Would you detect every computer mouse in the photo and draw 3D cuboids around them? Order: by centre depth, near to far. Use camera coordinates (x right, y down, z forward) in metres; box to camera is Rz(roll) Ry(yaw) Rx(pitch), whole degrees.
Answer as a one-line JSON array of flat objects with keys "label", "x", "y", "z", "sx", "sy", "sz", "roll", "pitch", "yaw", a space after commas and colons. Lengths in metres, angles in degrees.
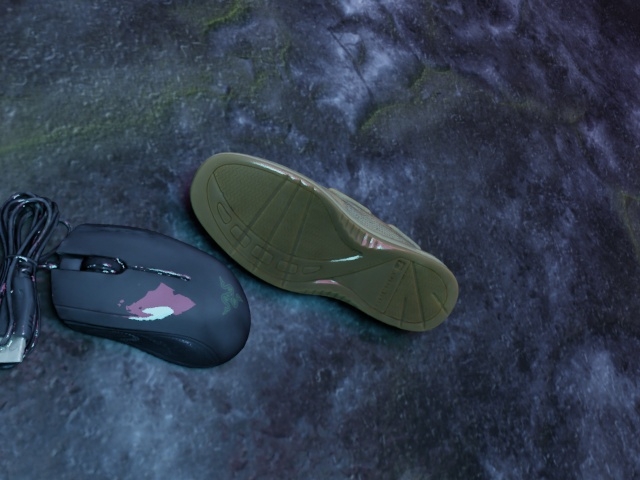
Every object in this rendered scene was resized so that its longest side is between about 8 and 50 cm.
[{"label": "computer mouse", "x": -0.180, "y": 0.049, "z": 0.788, "sx": 0.272, "sy": 0.072, "sz": 0.189, "roll": 16, "pitch": 53, "yaw": -27}]

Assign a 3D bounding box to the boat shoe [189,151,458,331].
[{"label": "boat shoe", "x": 0.000, "y": 0.000, "z": 0.936, "sx": 0.341, "sy": 0.122, "sz": 0.110, "roll": 30, "pitch": 11, "yaw": -20}]
